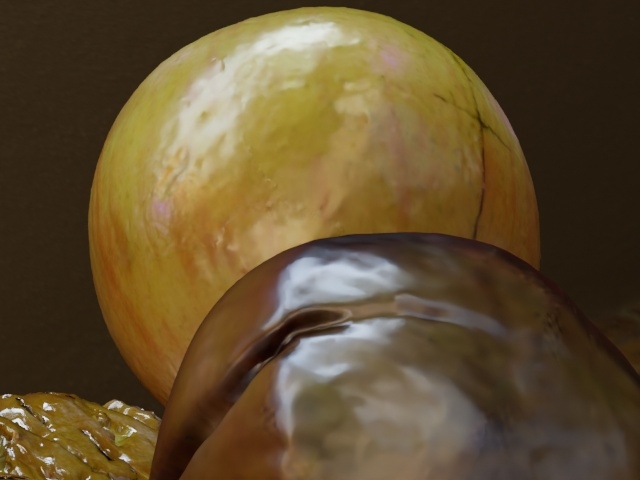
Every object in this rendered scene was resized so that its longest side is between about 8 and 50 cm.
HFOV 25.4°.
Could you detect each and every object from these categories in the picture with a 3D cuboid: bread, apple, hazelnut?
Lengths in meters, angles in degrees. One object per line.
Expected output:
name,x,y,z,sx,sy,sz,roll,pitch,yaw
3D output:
bread,-0.215,0.309,1.331,0.398,0.398,0.215,17,-67,-32
apple,0.000,0.000,0.858,0.286,0.286,0.233,11,-120,-31
hazelnut,0.022,0.102,0.538,0.208,0.208,0.208,-8,-73,-27
